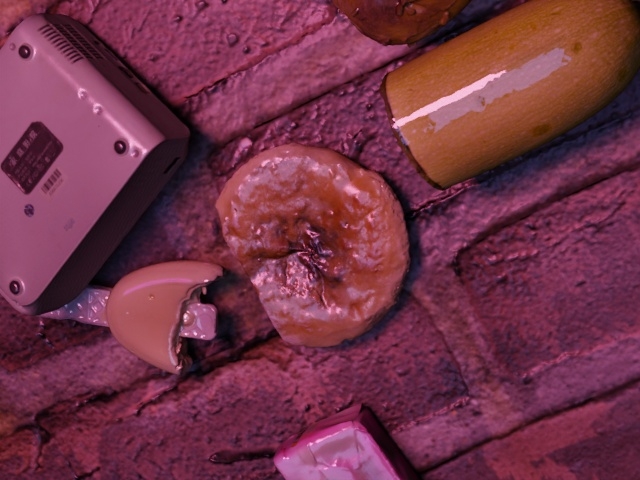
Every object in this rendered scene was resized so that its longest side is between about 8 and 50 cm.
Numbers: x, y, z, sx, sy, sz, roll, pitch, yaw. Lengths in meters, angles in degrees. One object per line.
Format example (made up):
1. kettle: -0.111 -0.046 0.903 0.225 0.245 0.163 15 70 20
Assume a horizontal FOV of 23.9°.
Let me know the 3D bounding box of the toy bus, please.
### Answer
1. toy bus: 0.071 0.304 1.587 0.112 0.090 0.274 -36 93 14

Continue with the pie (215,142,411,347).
1. pie: 0.001 -0.001 1.546 0.185 0.052 0.218 -30 98 15

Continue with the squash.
1. squash: 0.192 -0.154 1.410 0.247 0.132 0.132 -27 96 20

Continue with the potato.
1. potato: 0.105 -0.296 1.405 0.149 0.113 0.251 38 112 6

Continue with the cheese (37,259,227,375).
1. cheese: -0.210 0.071 1.621 0.235 0.050 0.127 9 105 20

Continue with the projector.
1. projector: -0.282 -0.078 1.554 0.198 0.108 0.250 45 112 12
